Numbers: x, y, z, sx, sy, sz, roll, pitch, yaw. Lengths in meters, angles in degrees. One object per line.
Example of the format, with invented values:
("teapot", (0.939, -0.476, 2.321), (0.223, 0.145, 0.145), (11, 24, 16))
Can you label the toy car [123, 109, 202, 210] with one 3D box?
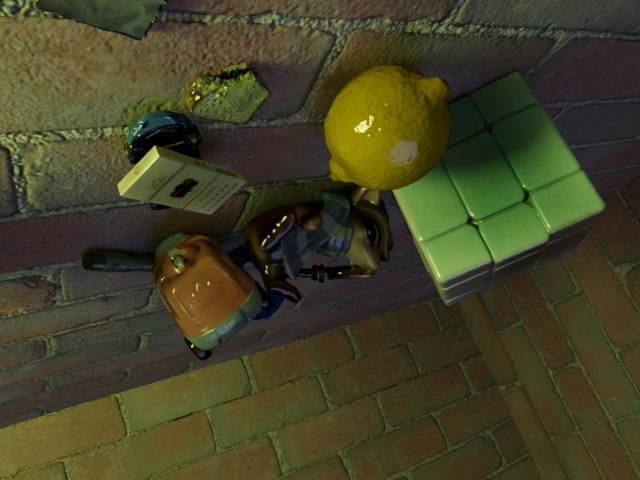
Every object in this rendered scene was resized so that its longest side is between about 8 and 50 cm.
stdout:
("toy car", (-0.223, -0.119, 0.765), (0.103, 0.063, 0.216), (-19, 155, -13))

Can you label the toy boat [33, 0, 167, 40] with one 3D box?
("toy boat", (-0.216, -0.239, 0.518), (0.115, 0.016, 0.063), (1, 151, -48))

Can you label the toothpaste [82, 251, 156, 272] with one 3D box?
("toothpaste", (-0.379, 0.048, 1.079), (0.062, 0.039, 0.239), (-27, 163, 25))

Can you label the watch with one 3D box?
("watch", (-0.190, 0.122, 1.264), (0.200, 0.196, 0.171), (-19, 172, 13))

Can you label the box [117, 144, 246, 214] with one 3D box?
("box", (-0.196, -0.083, 0.755), (0.090, 0.024, 0.167), (-37, 155, 25))

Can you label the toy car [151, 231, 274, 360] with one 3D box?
("toy car", (-0.239, 0.086, 1.044), (0.180, 0.212, 0.270), (-38, -157, -10))

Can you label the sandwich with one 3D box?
("sandwich", (-0.125, -0.198, 0.700), (0.104, 0.036, 0.093), (-5, 155, -38))

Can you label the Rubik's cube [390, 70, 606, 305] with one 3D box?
("Rubik's cube", (0.328, -0.084, 1.074), (0.315, 0.322, 0.319), (-26, 160, 7))

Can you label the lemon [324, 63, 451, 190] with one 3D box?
("lemon", (0.100, -0.170, 0.801), (0.186, 0.187, 0.244), (-5, 157, -41))

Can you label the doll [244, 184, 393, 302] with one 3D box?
("doll", (0.001, 0.004, 1.121), (0.339, 0.209, 0.318), (-15, 163, -26))
